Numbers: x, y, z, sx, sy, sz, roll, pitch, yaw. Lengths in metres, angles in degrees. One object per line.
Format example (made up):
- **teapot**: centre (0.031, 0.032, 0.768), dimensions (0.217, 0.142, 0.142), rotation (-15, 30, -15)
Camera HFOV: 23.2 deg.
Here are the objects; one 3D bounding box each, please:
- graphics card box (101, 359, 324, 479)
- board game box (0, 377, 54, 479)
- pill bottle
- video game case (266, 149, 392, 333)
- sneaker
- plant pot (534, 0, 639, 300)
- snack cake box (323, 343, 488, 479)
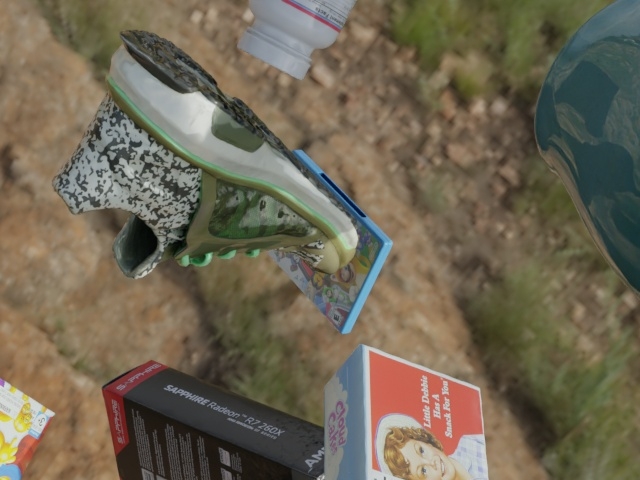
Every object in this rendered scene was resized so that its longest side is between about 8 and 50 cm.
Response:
- **graphics card box**: centre (-0.100, 0.307, 1.908), dimensions (0.371, 0.233, 0.094), rotation (16, 33, 40)
- **board game box**: centre (-0.420, 0.256, 1.600), dimensions (0.142, 0.144, 0.275), rotation (17, 73, 31)
- **pill bottle**: centre (-0.009, -0.226, 1.373), dimensions (0.087, 0.160, 0.087), rotation (28, 5, -3)
- **video game case**: centre (0.000, 0.000, 1.629), dimensions (0.015, 0.119, 0.166), rotation (-5, 40, -42)
- **sneaker**: centre (-0.112, -0.038, 1.425), dimensions (0.158, 0.182, 0.410), rotation (49, 5, 33)
- **plant pot**: centre (0.311, -0.066, 1.231), dimensions (0.271, 0.272, 0.255), rotation (-1, 32, -37)
- **snack cake box**: centre (0.086, 0.250, 1.574), dimensions (0.152, 0.089, 0.264), rotation (20, 43, -20)
